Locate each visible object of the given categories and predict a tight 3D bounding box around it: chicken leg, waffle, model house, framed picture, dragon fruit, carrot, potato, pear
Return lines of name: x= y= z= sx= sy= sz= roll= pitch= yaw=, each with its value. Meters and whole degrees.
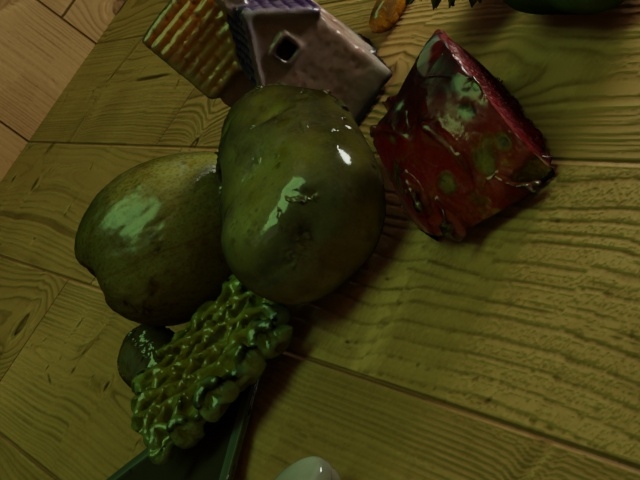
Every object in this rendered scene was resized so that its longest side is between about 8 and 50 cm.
chicken leg: x=-0.182 y=0.146 z=1.932 sx=0.085 sy=0.069 sz=0.198 roll=-57 pitch=28 yaw=-5
waffle: x=-0.113 y=0.131 z=1.770 sx=0.223 sy=0.054 sz=0.204 roll=-46 pitch=20 yaw=3
model house: x=-0.075 y=-0.224 z=2.041 sx=0.202 sy=0.237 sz=0.237 roll=-48 pitch=22 yaw=10
framed picture: x=-0.171 y=0.277 z=1.758 sx=0.296 sy=0.019 sz=0.232 roll=-39 pitch=22 yaw=33
dragon fruit: x=0.108 y=-0.094 z=1.602 sx=0.161 sy=0.126 sz=0.274 roll=-47 pitch=21 yaw=14
carrot: x=0.115 y=-0.345 z=2.095 sx=0.209 sy=0.061 sz=0.061 roll=-61 pitch=22 yaw=-9
potato: x=-0.028 y=-0.058 z=1.765 sx=0.191 sy=0.141 sz=0.296 roll=-43 pitch=42 yaw=19
pear: x=-0.175 y=0.000 z=1.933 sx=0.211 sy=0.188 sz=0.228 roll=-24 pitch=6 yaw=-13

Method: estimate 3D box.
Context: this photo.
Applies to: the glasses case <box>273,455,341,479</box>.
glasses case: x=-0.036 y=0.283 z=1.407 sx=0.092 sy=0.059 sz=0.233 roll=-37 pitch=27 yaw=41

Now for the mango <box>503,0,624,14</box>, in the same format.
mango: x=0.242 y=-0.292 z=1.647 sx=0.156 sy=0.114 sz=0.251 roll=-46 pitch=20 yaw=0

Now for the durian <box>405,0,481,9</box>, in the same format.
durian: x=0.191 y=-0.405 z=1.820 sx=0.394 sy=0.198 sz=0.163 roll=-48 pitch=20 yaw=8
